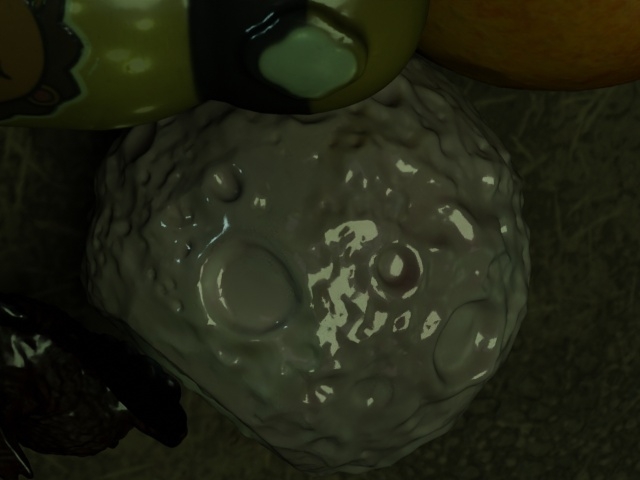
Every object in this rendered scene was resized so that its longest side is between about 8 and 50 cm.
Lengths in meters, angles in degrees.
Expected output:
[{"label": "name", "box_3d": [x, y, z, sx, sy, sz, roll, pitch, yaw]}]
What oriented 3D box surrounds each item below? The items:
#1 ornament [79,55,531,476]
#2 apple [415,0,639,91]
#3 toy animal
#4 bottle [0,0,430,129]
[{"label": "ornament", "box_3d": [0.000, 0.000, 0.977, 0.259, 0.259, 0.225, 44, 79, -30]}, {"label": "apple", "box_3d": [0.141, -0.223, 0.963, 0.299, 0.275, 0.299, -10, 110, -28]}, {"label": "toy animal", "box_3d": [-0.157, 0.074, 1.000, 0.179, 0.218, 0.116, -10, 97, -66]}, {"label": "bottle", "box_3d": [-0.121, -0.138, 0.841, 0.351, 0.171, 0.171, 2, 109, 6]}]
